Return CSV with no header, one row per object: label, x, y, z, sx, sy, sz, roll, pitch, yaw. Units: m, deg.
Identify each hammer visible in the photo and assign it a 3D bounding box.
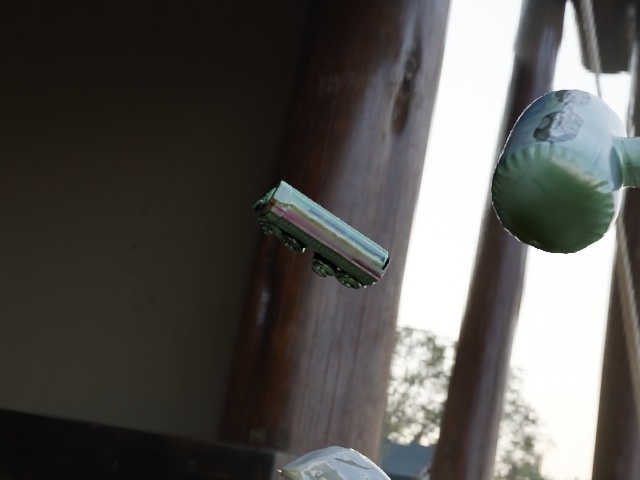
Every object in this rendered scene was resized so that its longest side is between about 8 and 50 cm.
hammer,0.335,-0.067,0.880,0.336,0.118,0.206,2,28,21

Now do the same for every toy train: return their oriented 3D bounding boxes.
toy train,0.000,0.000,0.958,0.148,0.038,0.071,34,-28,-10

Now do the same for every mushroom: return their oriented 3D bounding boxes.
mushroom,0.090,0.392,1.333,0.351,0.109,0.097,40,-30,-22
